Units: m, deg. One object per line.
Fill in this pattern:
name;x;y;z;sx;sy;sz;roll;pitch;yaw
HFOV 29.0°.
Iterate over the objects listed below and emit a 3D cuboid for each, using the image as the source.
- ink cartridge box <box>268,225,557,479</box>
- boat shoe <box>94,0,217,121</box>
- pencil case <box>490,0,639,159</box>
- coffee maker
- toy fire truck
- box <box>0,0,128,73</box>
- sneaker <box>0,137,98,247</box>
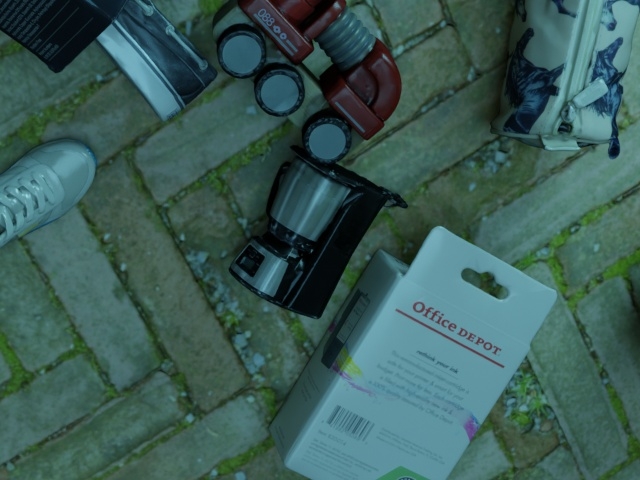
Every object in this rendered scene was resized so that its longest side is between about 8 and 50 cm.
ink cartridge box;0.115;0.156;1.562;0.207;0.119;0.353;29;99;-18
boat shoe;-0.228;-0.275;1.370;0.102;0.108;0.301;-40;108;-5
pencil case;0.307;-0.305;1.439;0.159;0.183;0.411;5;104;-13
coffee maker;0.000;0.000;1.492;0.171;0.120;0.178;26;100;-19
toy fire truck;0.025;-0.249;1.426;0.246;0.158;0.217;-41;110;12
box;-0.275;-0.405;1.209;0.312;0.179;0.343;34;66;-19
sneaker;-0.355;-0.035;1.418;0.228;0.092;0.087;-33;108;-3
